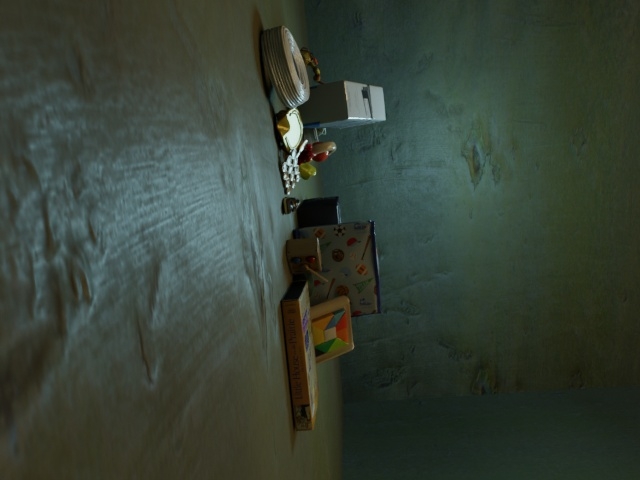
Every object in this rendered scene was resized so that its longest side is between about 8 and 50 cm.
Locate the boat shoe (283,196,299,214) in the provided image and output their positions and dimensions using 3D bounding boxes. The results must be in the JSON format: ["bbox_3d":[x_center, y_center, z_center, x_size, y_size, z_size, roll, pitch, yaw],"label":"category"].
[{"bbox_3d":[-0.102,-0.128,1.770,0.152,0.049,0.056,-81,166,-71],"label":"boat shoe"}]

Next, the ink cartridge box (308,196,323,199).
[{"bbox_3d":[-0.022,-0.124,2.547,0.212,0.093,0.155,-84,168,-75],"label":"ink cartridge box"}]

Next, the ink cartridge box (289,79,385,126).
[{"bbox_3d":[0.084,-0.603,2.260,0.394,0.285,0.167,-20,106,-58],"label":"ink cartridge box"}]

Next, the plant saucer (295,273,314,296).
[{"bbox_3d":[-0.063,0.152,1.849,0.119,0.021,0.120,24,-61,53],"label":"plant saucer"}]

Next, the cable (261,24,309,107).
[{"bbox_3d":[-0.112,-0.560,1.628,0.257,0.089,0.257,-90,162,-49],"label":"cable"}]

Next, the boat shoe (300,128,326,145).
[{"bbox_3d":[-0.030,-0.564,2.501,0.367,0.156,0.136,-90,174,-45],"label":"boat shoe"}]

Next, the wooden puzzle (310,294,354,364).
[{"bbox_3d":[0.028,0.353,1.934,0.044,0.220,0.239,27,-51,59],"label":"wooden puzzle"}]

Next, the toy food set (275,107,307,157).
[{"bbox_3d":[-0.120,-0.382,1.770,0.128,0.071,0.218,-63,159,-22],"label":"toy food set"}]

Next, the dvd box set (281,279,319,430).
[{"bbox_3d":[-0.062,0.367,1.678,0.307,0.062,0.421,-64,149,-82],"label":"dvd box set"}]

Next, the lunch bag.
[{"bbox_3d":[0.075,0.124,2.036,0.239,0.327,0.386,-40,123,-85],"label":"lunch bag"}]

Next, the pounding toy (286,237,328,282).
[{"bbox_3d":[-0.045,0.074,1.765,0.141,0.129,0.100,80,7,-49],"label":"pounding toy"}]

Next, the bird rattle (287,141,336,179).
[{"bbox_3d":[-0.038,-0.354,2.002,0.253,0.206,0.143,111,-43,-79],"label":"bird rattle"}]

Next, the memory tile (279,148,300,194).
[{"bbox_3d":[-0.108,-0.244,1.790,0.148,0.012,0.113,82,30,-49],"label":"memory tile"}]

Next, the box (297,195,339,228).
[{"bbox_3d":[0.011,-0.008,2.288,0.312,0.178,0.344,-71,155,-76],"label":"box"}]

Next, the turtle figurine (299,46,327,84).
[{"bbox_3d":[-0.064,-0.760,2.129,0.270,0.087,0.217,50,26,-5],"label":"turtle figurine"}]
